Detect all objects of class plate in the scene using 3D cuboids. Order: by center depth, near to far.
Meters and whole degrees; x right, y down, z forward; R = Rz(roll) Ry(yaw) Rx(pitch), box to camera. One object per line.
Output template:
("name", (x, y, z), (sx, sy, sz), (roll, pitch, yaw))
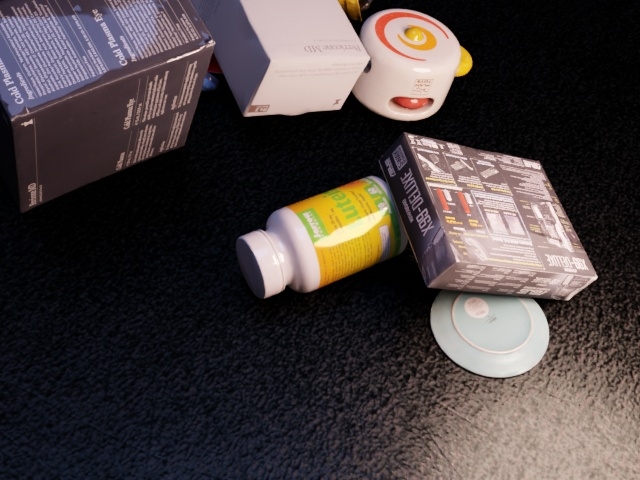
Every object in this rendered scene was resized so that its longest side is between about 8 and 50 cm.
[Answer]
("plate", (0.265, 0.126, 1.338), (0.188, 0.024, 0.188), (3, 53, -4))

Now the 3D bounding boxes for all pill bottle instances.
("pill bottle", (0.000, 0.000, 1.336), (0.246, 0.136, 0.136), (-22, 57, -21))

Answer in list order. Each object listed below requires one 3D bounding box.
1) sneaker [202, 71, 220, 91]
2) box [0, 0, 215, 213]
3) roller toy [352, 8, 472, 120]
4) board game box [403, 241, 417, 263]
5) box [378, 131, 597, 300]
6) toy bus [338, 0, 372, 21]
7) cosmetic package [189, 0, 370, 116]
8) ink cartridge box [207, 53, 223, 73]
("sneaker", (-0.294, -0.298, 1.595), (0.209, 0.069, 0.082), (15, 84, -5))
("box", (-0.364, -0.235, 1.331), (0.312, 0.343, 0.179), (-28, 80, -25))
("roller toy", (0.158, -0.330, 1.592), (0.209, 0.146, 0.191), (33, 49, 12))
("board game box", (0.227, -0.014, 1.428), (0.126, 0.026, 0.186), (23, 46, 11))
("box", (0.264, -0.034, 1.345), (0.307, 0.076, 0.242), (6, 52, -34))
("toy bus", (0.010, -0.575, 1.753), (0.211, 0.149, 0.220), (8, 82, 10))
("cosmetic package", (-0.097, -0.421, 1.586), (0.217, 0.156, 0.385), (-12, 61, -33))
("ink cartridge box", (-0.279, -0.401, 1.658), (0.231, 0.078, 0.134), (7, 51, -1))
